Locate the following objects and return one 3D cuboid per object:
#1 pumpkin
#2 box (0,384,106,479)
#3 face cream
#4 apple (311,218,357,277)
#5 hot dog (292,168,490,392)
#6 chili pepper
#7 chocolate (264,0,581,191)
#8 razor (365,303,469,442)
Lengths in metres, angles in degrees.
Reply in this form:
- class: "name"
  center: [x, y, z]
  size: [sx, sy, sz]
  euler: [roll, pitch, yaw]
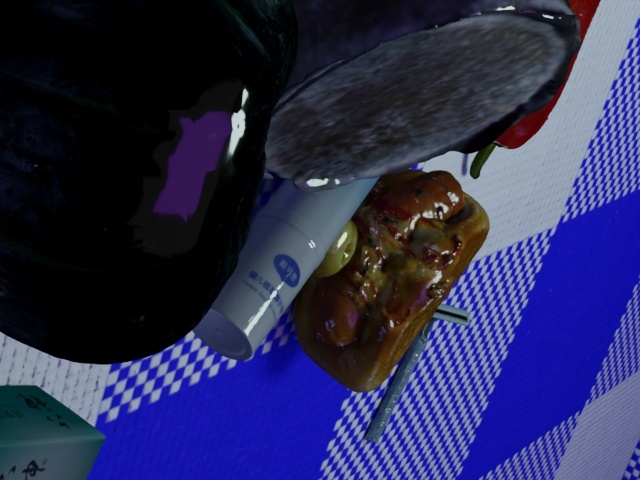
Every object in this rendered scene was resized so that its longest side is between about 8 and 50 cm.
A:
- class: "pumpkin"
  center: [-0.149, -0.083, 1.030]
  size: [0.315, 0.238, 0.315]
  euler: [21, 90, -86]
- class: "box"
  center: [-0.298, 0.246, 1.261]
  size: [0.153, 0.092, 0.245]
  euler: [9, 109, -62]
- class: "face cream"
  center: [-0.031, -0.001, 1.461]
  size: [0.250, 0.077, 0.077]
  euler: [-55, 155, -31]
- class: "apple"
  center: [0.000, 0.000, 1.561]
  size: [0.084, 0.071, 0.084]
  euler: [-43, 152, -31]
- class: "hot dog"
  center: [0.076, 0.029, 1.650]
  size: [0.257, 0.150, 0.153]
  euler: [-53, 163, -12]
- class: "chili pepper"
  center: [0.272, -0.233, 1.793]
  size: [0.368, 0.092, 0.137]
  euler: [-59, 166, 5]
- class: "chocolate"
  center: [0.048, -0.198, 1.279]
  size: [0.303, 0.213, 0.303]
  euler: [-16, 163, -5]
- class: "razor"
  center: [0.112, 0.172, 1.996]
  size: [0.084, 0.036, 0.211]
  euler: [17, 109, -39]
